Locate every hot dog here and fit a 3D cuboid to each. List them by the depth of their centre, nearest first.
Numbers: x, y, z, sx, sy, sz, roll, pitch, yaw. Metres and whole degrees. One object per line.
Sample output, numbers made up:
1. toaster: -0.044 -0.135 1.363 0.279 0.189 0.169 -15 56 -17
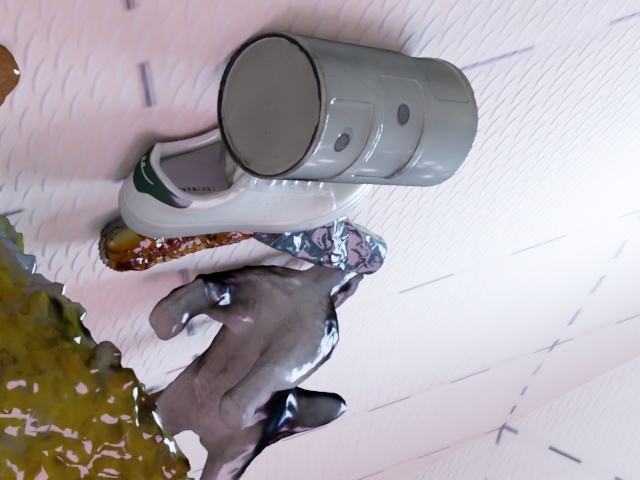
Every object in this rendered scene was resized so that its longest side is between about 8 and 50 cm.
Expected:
1. hot dog: -0.136 -0.016 1.507 0.191 0.059 0.108 -21 157 5

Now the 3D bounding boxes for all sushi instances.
1. sushi: -0.287 0.171 1.332 0.240 0.351 0.396 -35 122 -13

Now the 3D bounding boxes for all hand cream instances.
1. hand cream: 0.001 0.000 1.690 0.075 0.052 0.248 -42 150 22

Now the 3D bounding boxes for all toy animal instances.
1. toy animal: -0.074 0.164 1.832 0.303 0.194 0.344 -34 158 -39

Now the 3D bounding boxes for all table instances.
1. table: 0.027 -0.113 1.305 0.126 0.126 0.220 -35 157 35

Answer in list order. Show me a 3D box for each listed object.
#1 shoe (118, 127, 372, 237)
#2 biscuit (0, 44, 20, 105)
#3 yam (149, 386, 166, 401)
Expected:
1. shoe: -0.059 -0.064 1.400 0.265 0.095 0.110 -12 159 -20
2. biscuit: -0.374 -0.087 1.072 0.295 0.044 0.186 -24 159 6
3. yam: -0.307 0.279 2.139 0.241 0.057 0.057 -28 160 15
